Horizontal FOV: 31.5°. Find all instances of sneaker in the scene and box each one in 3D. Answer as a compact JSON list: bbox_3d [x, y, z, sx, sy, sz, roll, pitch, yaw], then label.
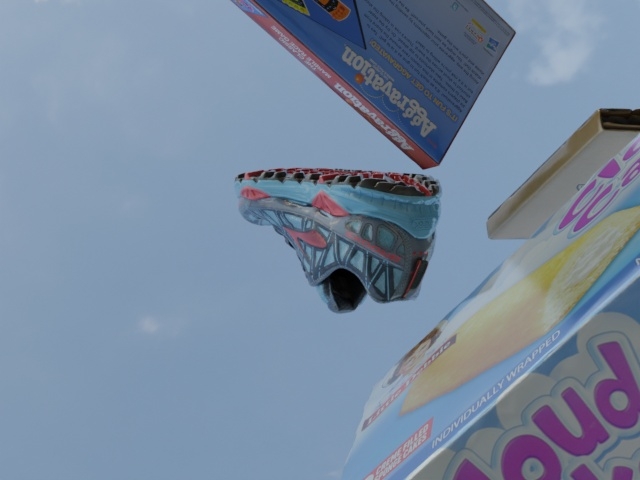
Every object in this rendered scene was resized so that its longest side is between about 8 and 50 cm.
[{"bbox_3d":[0.000,0.000,0.986,0.104,0.262,0.125,-1,-85,-31],"label":"sneaker"}]

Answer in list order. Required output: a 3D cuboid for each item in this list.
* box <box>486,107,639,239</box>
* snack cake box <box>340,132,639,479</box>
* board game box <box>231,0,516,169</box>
[{"bbox_3d":[0.243,-0.048,0.888,0.164,0.201,0.021,-1,-112,-17],"label":"box"},{"bbox_3d":[0.126,0.019,0.371,0.089,0.152,0.264,43,-74,-4],"label":"snack cake box"},{"bbox_3d":[0.019,-0.196,0.865,0.281,0.027,0.145,40,-113,-20],"label":"board game box"}]
